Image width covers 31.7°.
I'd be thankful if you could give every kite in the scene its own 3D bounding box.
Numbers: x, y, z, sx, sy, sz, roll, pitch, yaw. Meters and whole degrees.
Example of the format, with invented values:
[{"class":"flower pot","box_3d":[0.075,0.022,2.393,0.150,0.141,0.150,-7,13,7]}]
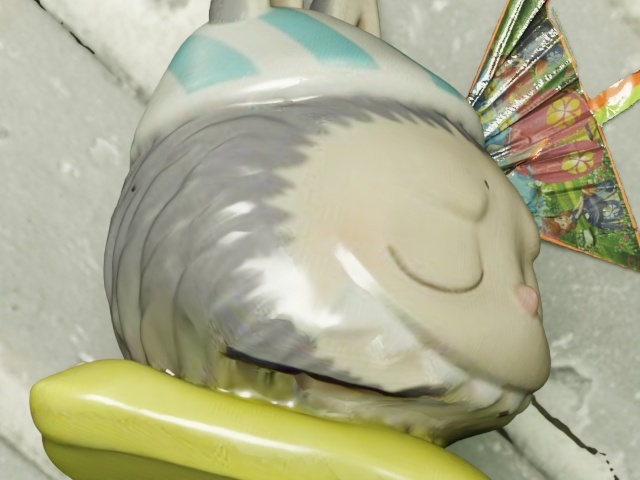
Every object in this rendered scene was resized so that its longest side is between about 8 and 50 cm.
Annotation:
[{"class":"kite","box_3d":[0.161,-0.064,0.773,0.183,0.014,0.241,-30,104,-1]}]

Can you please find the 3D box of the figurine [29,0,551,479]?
[{"class":"figurine","box_3d":[0.000,0.000,0.688,0.266,0.361,0.378,23,66,-13]}]
